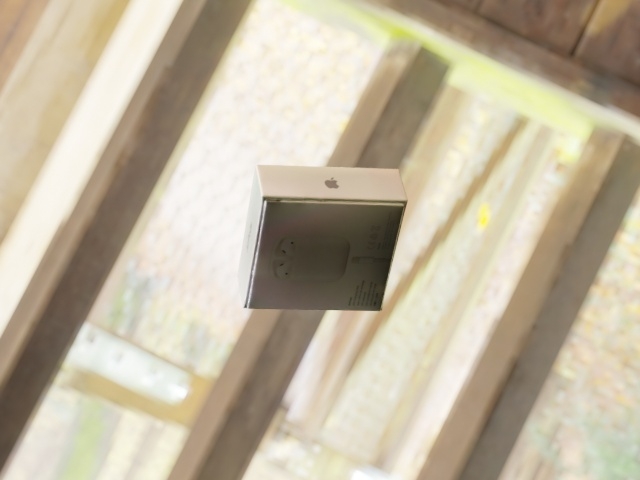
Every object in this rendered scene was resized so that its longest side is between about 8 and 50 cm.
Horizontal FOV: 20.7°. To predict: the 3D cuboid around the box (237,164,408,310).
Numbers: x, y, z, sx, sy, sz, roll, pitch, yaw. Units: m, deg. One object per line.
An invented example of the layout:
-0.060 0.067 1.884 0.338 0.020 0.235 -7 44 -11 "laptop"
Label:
0.000 0.000 1.550 0.129 0.130 0.051 2 -141 -12 "box"
